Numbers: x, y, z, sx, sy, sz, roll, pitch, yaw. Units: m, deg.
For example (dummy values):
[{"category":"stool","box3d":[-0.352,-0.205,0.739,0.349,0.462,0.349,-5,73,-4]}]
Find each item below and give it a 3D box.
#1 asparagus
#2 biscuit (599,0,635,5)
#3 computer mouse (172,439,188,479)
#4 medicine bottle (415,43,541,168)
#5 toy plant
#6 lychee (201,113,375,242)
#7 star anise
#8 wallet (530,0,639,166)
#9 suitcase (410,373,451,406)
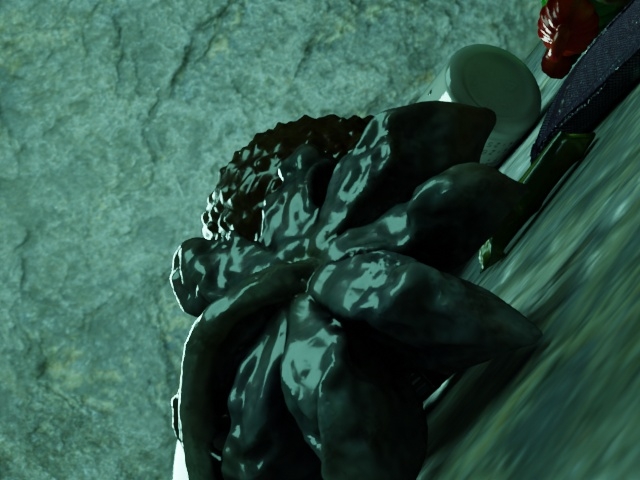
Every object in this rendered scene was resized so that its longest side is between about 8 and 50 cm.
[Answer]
[{"category":"asparagus","box3d":[0.124,-0.026,0.949,0.108,0.021,0.025,-52,1,-1]},{"category":"biscuit","box3d":[0.283,-0.310,1.154,0.332,0.103,0.332,-48,-8,-9]},{"category":"computer mouse","box3d":[-0.074,0.167,1.415,0.159,0.097,0.288,-49,0,21]},{"category":"medicine bottle","box3d":[0.135,-0.107,1.546,0.105,0.105,0.168,-52,0,-37]},{"category":"toy plant","box3d":[0.247,-0.229,1.467,0.154,0.088,0.240,99,-164,-65]},{"category":"lychee","box3d":[0.000,0.000,1.183,0.238,0.200,0.200,-34,-13,-47]},{"category":"star anise","box3d":[-0.002,0.042,0.684,0.230,0.081,0.262,9,69,47]},{"category":"wallet","box3d":[0.193,-0.122,1.019,0.111,0.030,0.166,-53,0,-38]},{"category":"suitcase","box3d":[0.012,0.062,0.798,0.126,0.086,0.059,-43,0,22]}]
